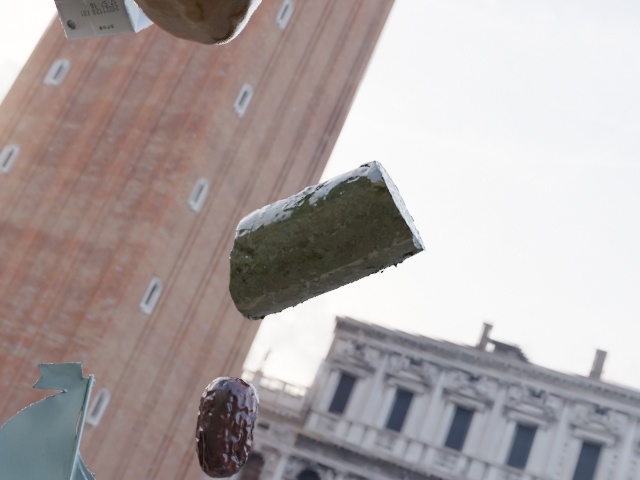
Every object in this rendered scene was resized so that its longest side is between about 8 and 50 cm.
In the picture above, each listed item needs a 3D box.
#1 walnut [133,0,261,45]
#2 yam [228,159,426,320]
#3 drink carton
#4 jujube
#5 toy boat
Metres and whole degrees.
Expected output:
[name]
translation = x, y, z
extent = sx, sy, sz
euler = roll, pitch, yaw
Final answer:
[walnut]
translation = -0.133, -0.330, 1.111
extent = 0.209, 0.209, 0.336
euler = 14, -27, 21
[yam]
translation = 0.000, 0.000, 1.598
extent = 0.304, 0.168, 0.168
euler = -22, -40, 18
[drink carton]
translation = -0.245, -0.389, 1.535
extent = 0.131, 0.315, 0.106
euler = -2, -64, 30
[jujube]
translation = -0.122, 0.238, 1.330
extent = 0.077, 0.129, 0.077
euler = 9, -18, 3
[toy boat]
translation = -0.298, 0.294, 1.173
extent = 0.210, 0.291, 0.070
euler = 35, -27, -6
